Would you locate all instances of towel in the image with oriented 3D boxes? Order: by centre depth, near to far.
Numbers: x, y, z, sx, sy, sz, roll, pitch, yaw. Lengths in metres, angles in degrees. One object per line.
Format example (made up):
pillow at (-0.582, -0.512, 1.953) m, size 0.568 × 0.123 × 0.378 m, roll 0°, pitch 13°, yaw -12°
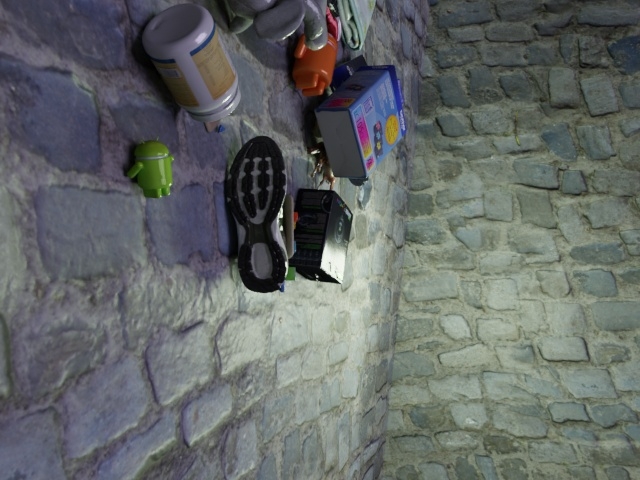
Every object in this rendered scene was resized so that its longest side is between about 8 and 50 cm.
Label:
towel at (0.130, -0.959, 2.175) m, size 0.375 × 0.090 × 0.321 m, roll 71°, pitch 31°, yaw -49°

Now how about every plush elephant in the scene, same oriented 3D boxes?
plush elephant at (-0.123, -0.582, 1.368) m, size 0.272 × 0.255 × 0.330 m, roll 56°, pitch -17°, yaw 2°

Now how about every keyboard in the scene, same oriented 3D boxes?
keyboard at (-0.001, -0.827, 1.751) m, size 0.201 × 0.033 × 0.317 m, roll -17°, pitch 89°, yaw -80°

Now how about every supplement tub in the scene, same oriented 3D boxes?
supplement tub at (-0.252, -0.353, 1.168) m, size 0.200 × 0.144 × 0.144 m, roll 67°, pitch 34°, yaw -53°

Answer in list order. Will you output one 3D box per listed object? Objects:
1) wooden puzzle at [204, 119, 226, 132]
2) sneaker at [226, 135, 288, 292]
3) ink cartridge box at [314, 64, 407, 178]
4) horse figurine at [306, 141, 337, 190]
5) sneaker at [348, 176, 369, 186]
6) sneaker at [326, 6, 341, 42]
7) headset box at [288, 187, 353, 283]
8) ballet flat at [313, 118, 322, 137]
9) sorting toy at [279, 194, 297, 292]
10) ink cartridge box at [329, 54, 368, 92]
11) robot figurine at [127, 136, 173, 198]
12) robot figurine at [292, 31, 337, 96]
wooden puzzle at (-0.257, -0.303, 1.363) m, size 0.078 × 0.014 × 0.116 m, roll -55°, pitch 144°, yaw -47°
sneaker at (-0.160, -0.076, 1.553) m, size 0.182 × 0.157 × 0.411 m, roll -89°, pitch -179°, yaw -75°
ink cartridge box at (0.166, -0.435, 2.027) m, size 0.395 × 0.151 × 0.270 m, roll -52°, pitch 137°, yaw -38°
horse figurine at (0.019, -0.260, 2.061) m, size 0.263 × 0.066 × 0.175 m, roll 73°, pitch 34°, yaw -50°
sneaker at (0.126, -0.383, 2.316) m, size 0.131 × 0.112 × 0.319 m, roll -103°, pitch -173°, yaw -71°
sneaker at (-0.004, -0.745, 1.892) m, size 0.128 × 0.087 × 0.221 m, roll -40°, pitch 120°, yaw -52°
headset box at (0.000, 0.000, 1.968) m, size 0.246 × 0.131 × 0.283 m, roll 45°, pitch 53°, yaw -64°
ballet flat at (0.028, -0.419, 2.067) m, size 0.073 × 0.080 × 0.232 m, roll -64°, pitch 169°, yaw 29°
sorting toy at (-0.091, -0.024, 1.674) m, size 0.196 × 0.047 × 0.348 m, roll 137°, pitch -47°, yaw -75°
ink cartridge box at (0.128, -0.598, 2.201) m, size 0.165 × 0.065 × 0.333 m, roll 61°, pitch 31°, yaw -15°
robot figurine at (-0.325, -0.142, 1.127) m, size 0.101 × 0.067 × 0.115 m, roll -32°, pitch 124°, yaw -56°
robot figurine at (-0.016, -0.560, 1.800) m, size 0.128 × 0.158 × 0.220 m, roll -26°, pitch -130°, yaw 63°
